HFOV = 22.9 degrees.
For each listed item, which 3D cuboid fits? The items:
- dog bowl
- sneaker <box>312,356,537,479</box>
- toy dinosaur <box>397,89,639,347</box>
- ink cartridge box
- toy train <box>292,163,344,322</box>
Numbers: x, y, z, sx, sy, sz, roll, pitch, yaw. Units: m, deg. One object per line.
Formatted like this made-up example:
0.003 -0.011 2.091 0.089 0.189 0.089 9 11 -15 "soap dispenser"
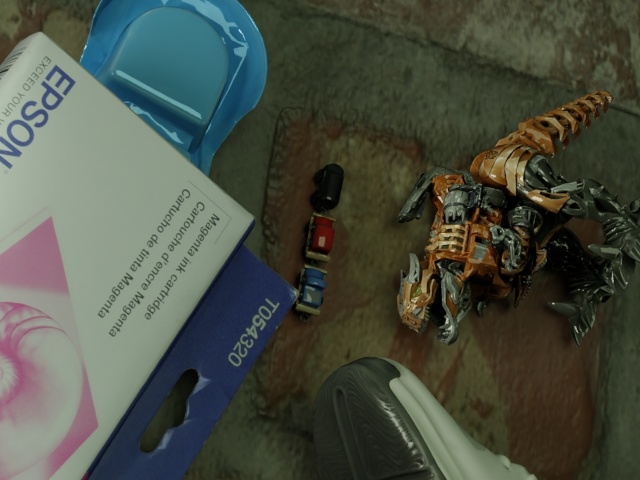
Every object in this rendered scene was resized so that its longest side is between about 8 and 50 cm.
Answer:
-0.160 -0.101 1.404 0.166 0.074 0.297 28 62 -13 "dog bowl"
0.182 0.265 1.403 0.257 0.169 0.447 -33 95 -38 "sneaker"
0.202 -0.027 1.507 0.218 0.164 0.322 32 83 7 "toy dinosaur"
-0.196 0.061 1.250 0.330 0.071 0.324 40 64 -18 "ink cartridge box"
0.000 0.000 1.461 0.027 0.036 0.158 18 66 -18 "toy train"
